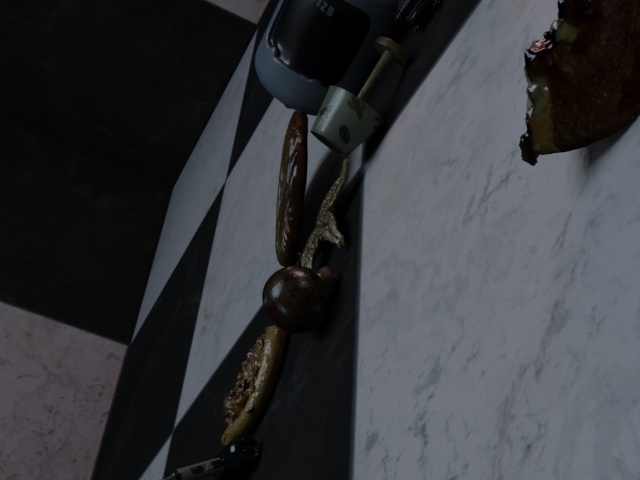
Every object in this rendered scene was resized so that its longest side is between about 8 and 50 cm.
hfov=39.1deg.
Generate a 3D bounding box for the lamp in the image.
[{"bbox_3d":[0.076,-0.259,1.627,0.214,0.121,0.121,-56,15,-4],"label":"lamp"}]

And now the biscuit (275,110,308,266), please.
[{"bbox_3d":[-0.060,-0.103,1.808,0.318,0.040,0.317,-174,90,-84],"label":"biscuit"}]

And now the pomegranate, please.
[{"bbox_3d":[-0.038,0.092,1.513,0.130,0.130,0.130,-57,19,32],"label":"pomegranate"}]

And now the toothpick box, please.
[{"bbox_3d":[0.015,-0.413,1.832,0.354,0.263,0.263,-58,19,33],"label":"toothpick box"}]

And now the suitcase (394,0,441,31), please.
[{"bbox_3d":[0.180,-0.447,1.631,0.086,0.059,0.126,-49,24,44],"label":"suitcase"}]

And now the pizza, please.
[{"bbox_3d":[-0.129,0.272,1.673,0.246,0.058,0.127,-61,17,14],"label":"pizza"}]

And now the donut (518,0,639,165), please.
[{"bbox_3d":[0.274,-0.182,0.902,0.126,0.144,0.186,-79,-12,-53],"label":"donut"}]

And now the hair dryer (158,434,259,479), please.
[{"bbox_3d":[-0.204,0.395,1.548,0.057,0.198,0.100,61,139,24],"label":"hair dryer"}]

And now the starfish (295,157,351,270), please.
[{"bbox_3d":[-0.005,-0.001,1.659,0.231,0.048,0.295,-87,22,-49],"label":"starfish"}]
